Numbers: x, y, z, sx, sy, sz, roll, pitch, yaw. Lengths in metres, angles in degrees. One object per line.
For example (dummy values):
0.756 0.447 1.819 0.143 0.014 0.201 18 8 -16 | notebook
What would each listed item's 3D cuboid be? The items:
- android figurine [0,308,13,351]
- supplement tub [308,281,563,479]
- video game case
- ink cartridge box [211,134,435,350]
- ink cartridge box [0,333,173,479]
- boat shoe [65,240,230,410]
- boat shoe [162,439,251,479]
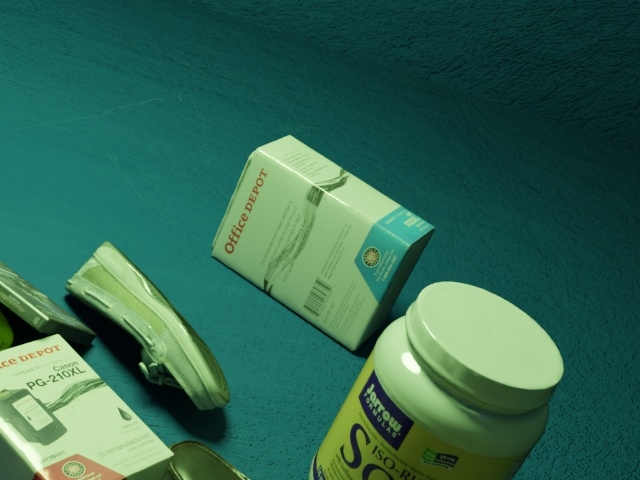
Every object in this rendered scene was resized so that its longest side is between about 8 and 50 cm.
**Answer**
-0.493 0.064 1.375 0.248 0.056 0.273 47 -4 -39 | android figurine
0.148 0.245 1.416 0.241 0.331 0.241 19 29 -11 | supplement tub
-0.443 0.047 1.471 0.274 0.026 0.196 36 -5 11 | video game case
0.000 0.000 1.820 0.307 0.223 0.129 33 29 14 | ink cartridge box
-0.323 0.236 1.292 0.237 0.100 0.172 40 31 24 | ink cartridge box
-0.245 0.134 1.541 0.320 0.103 0.118 45 -6 26 | boat shoe
-0.053 0.350 1.288 0.355 0.130 0.132 39 30 21 | boat shoe
